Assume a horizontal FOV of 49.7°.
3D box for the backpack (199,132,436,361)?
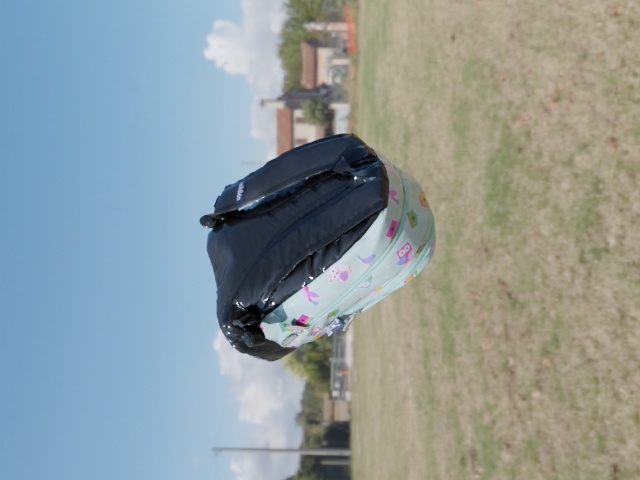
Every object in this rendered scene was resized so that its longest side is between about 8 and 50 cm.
[{"bbox_3d":[0.000,0.000,0.567,0.115,0.182,0.152,29,-148,-49],"label":"backpack"}]
